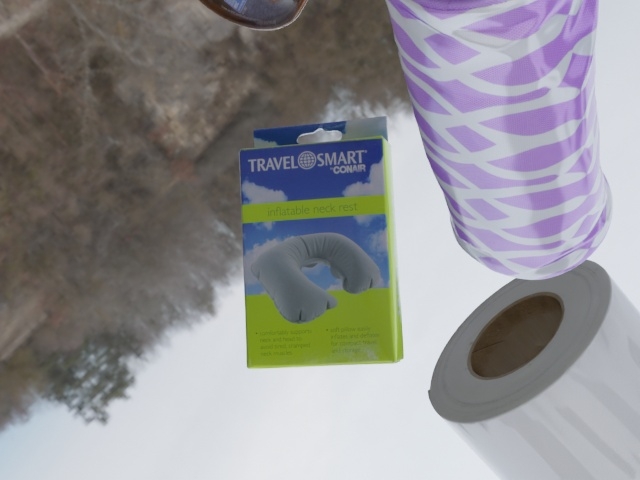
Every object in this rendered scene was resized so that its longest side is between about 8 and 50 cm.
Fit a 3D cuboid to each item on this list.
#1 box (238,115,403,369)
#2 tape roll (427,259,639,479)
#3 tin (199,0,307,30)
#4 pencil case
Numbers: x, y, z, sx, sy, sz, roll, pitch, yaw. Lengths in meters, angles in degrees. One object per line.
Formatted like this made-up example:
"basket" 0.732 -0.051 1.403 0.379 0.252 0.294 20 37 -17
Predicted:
"box" 0.000 0.000 0.687 0.108 0.178 0.042 -4 175 11
"tape roll" 0.267 0.162 1.080 0.246 0.169 0.246 -38 -163 14
"tin" -0.032 -0.191 0.531 0.040 0.106 0.189 -59 -172 -29
"pencil case" 0.086 -0.064 0.416 0.088 0.086 0.206 -47 148 -13
